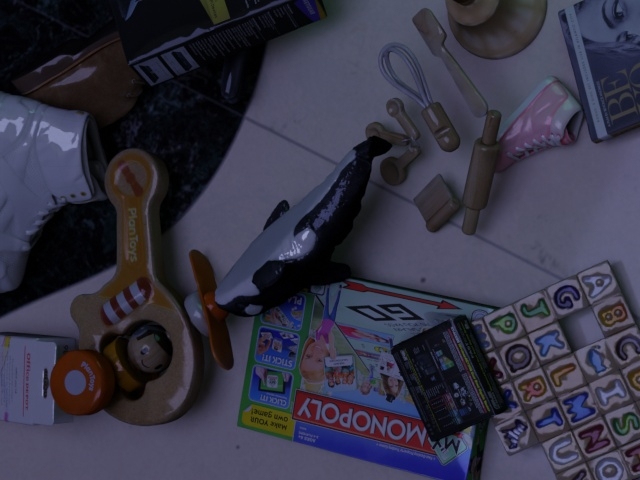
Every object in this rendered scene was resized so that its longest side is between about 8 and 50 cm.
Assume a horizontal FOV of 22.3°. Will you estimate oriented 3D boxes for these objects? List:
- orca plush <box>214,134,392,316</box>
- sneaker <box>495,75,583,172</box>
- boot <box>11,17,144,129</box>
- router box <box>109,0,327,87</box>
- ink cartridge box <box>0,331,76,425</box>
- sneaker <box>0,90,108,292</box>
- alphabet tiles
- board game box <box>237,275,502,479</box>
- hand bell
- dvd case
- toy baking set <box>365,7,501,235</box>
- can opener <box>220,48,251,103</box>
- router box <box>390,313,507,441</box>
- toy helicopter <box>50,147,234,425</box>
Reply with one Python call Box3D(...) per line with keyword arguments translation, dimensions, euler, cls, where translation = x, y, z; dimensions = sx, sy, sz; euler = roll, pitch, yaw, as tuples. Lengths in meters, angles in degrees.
Box3D(translation=(0.000, 0.000, 1.952), dimensions=(0.102, 0.151, 0.287), euler=(36, 97, -20), cls="orca plush")
Box3D(translation=(0.249, -0.118, 1.870), dimensions=(0.070, 0.051, 0.134), euler=(46, 104, 26), cls="sneaker")
Box3D(translation=(-0.250, -0.238, 2.128), dimensions=(0.305, 0.112, 0.115), euler=(-26, 108, 20), cls="boot")
Box3D(translation=(-0.154, -0.375, 2.009), dimensions=(0.243, 0.081, 0.309), euler=(-20, 69, 8), cls="router box")
Box3D(translation=(-0.385, 0.183, 2.155), dimensions=(0.198, 0.067, 0.115), euler=(1, 90, 47), cls="ink cartridge box")
Box3D(translation=(-0.366, -0.046, 2.149), dimensions=(0.169, 0.108, 0.293), euler=(11, 120, 7), cls="sneaker")
Box3D(translation=(0.285, 0.170, 1.841), dimensions=(0.198, 0.009, 0.237), euler=(-26, 83, 15), cls="alphabet tiles")
Box3D(translation=(0.058, 0.156, 1.968), dimensions=(0.317, 0.046, 0.214), euler=(11, 93, 27), cls="board game box")
Box3D(translation=(0.153, -0.278, 1.817), dimensions=(0.126, 0.242, 0.126), euler=(0, 89, 28), cls="hand bell")
Box3D(translation=(0.380, -0.221, 1.800), dimensions=(0.221, 0.018, 0.165), euler=(-22, 71, 32), cls="dvd case")
Box3D(translation=(0.129, -0.129, 1.888), dimensions=(0.196, 0.030, 0.256), euler=(37, 132, 29), cls="toy baking set")
Box3D(translation=(-0.102, -0.265, 2.052), dimensions=(0.073, 0.059, 0.186), euler=(3, 88, 17), cls="can opener")
Box3D(translation=(0.147, 0.158, 1.863), dimensions=(0.092, 0.038, 0.122), euler=(-27, 83, 30), cls="router box")
Box3D(translation=(-0.214, 0.057, 2.065), dimensions=(0.235, 0.140, 0.355), euler=(-6, 84, 25), cls="toy helicopter")
